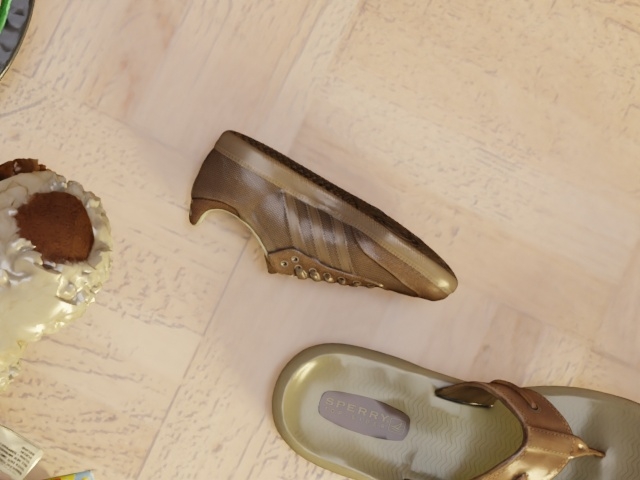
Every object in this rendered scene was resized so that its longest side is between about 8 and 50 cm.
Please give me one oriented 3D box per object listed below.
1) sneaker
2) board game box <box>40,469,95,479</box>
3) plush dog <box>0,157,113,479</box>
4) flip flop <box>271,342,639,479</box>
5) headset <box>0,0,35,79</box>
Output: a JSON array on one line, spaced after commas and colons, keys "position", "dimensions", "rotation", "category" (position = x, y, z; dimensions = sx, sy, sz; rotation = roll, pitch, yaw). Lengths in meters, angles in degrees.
[{"position": [0.000, 0.000, 1.203], "dimensions": [0.188, 0.066, 0.071], "rotation": [32, 100, -1], "category": "sneaker"}, {"position": [-0.258, 0.247, 1.072], "dimensions": [0.275, 0.142, 0.144], "rotation": [-17, 86, -20], "category": "board game box"}, {"position": [-0.267, 0.028, 1.079], "dimensions": [0.262, 0.225, 0.210], "rotation": [0, 119, -14], "category": "plush dog"}, {"position": [0.104, 0.131, 1.183], "dimensions": [0.277, 0.080, 0.112], "rotation": [16, 81, 0], "category": "flip flop"}, {"position": [-0.303, -0.246, 1.097], "dimensions": [0.243, 0.185, 0.394], "rotation": [-6, 99, -10], "category": "headset"}]
